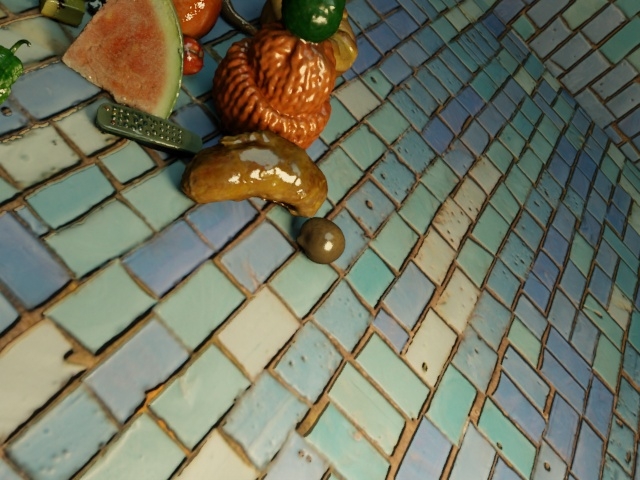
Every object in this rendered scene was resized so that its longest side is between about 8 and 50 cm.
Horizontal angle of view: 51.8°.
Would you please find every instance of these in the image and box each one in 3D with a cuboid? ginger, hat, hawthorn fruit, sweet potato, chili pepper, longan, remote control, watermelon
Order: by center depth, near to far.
[{"bbox_3d":[-0.577,-0.251,1.125,0.074,0.100,0.257,22,50,-20],"label":"chili pepper"},{"bbox_3d":[-0.346,-0.221,1.346,0.222,0.042,0.072,16,51,-30],"label":"remote control"},{"bbox_3d":[-0.383,-0.406,1.360,0.193,0.231,0.310,-69,155,-48],"label":"watermelon"},{"bbox_3d":[-0.131,-0.146,1.389,0.321,0.165,0.172,7,91,-26],"label":"ginger"},{"bbox_3d":[0.000,0.000,1.442,0.113,0.092,0.113,12,60,-22],"label":"longan"},{"bbox_3d":[-0.046,-0.381,1.462,0.285,0.400,0.285,27,44,-29],"label":"hat"},{"bbox_3d":[-0.303,-0.419,1.504,0.093,0.093,0.093,23,48,-27],"label":"hawthorn fruit"},{"bbox_3d":[-0.315,-0.549,1.522,0.189,0.189,0.189,23,48,-27],"label":"hawthorn fruit"},{"bbox_3d":[-0.233,-0.598,1.728,0.214,0.050,0.050,44,41,-12],"label":"sweet potato"}]

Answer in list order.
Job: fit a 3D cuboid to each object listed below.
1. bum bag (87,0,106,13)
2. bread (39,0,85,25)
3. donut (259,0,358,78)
[{"bbox_3d":[-0.457,-0.561,1.501,0.087,0.049,0.198,28,46,-16],"label":"bum bag"},{"bbox_3d":[-0.556,-0.563,1.416,0.088,0.049,0.226,8,55,-37],"label":"bread"},{"bbox_3d":[-0.030,-0.573,1.795,0.299,0.150,0.317,44,37,-9],"label":"donut"}]
